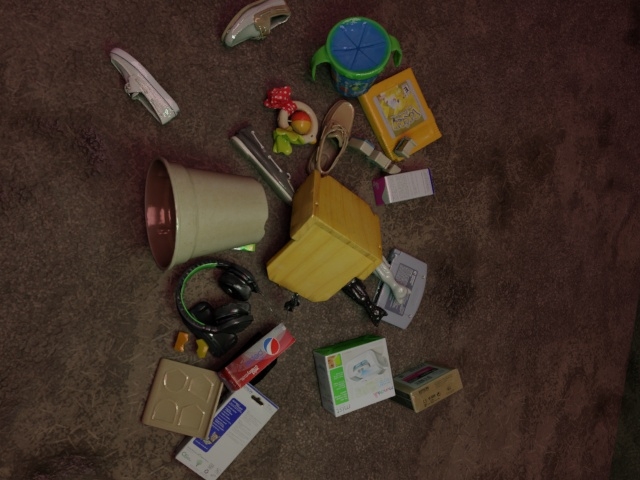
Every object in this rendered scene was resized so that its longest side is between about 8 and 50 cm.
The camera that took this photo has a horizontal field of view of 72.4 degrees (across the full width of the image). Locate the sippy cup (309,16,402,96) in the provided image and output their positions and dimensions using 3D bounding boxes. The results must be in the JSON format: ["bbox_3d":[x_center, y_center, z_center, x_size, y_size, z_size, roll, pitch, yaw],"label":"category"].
[{"bbox_3d":[0.131,-0.661,1.637,0.306,0.224,0.240,23,80,3],"label":"sippy cup"}]

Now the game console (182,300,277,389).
[{"bbox_3d":[-0.318,0.358,1.524,0.213,0.044,0.361,-42,105,-19],"label":"game console"}]

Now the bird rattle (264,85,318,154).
[{"bbox_3d":[-0.106,-0.446,1.628,0.207,0.143,0.253,1,74,-34],"label":"bird rattle"}]

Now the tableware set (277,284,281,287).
[{"bbox_3d":[-0.098,0.124,1.639,0.154,0.024,0.104,-32,103,-22],"label":"tableware set"}]

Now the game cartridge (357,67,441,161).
[{"bbox_3d":[0.337,-0.521,1.831,0.285,0.053,0.323,-32,99,-21],"label":"game cartridge"}]

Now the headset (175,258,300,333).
[{"bbox_3d":[-0.272,0.189,1.448,0.394,0.185,0.243,13,65,-18],"label":"headset"}]

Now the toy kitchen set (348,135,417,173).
[{"bbox_3d":[0.248,-0.383,1.737,0.207,0.122,0.166,32,95,-29],"label":"toy kitchen set"}]

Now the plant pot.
[{"bbox_3d":[-0.344,-0.086,1.350,0.306,0.334,0.333,-5,90,-35],"label":"plant pot"}]

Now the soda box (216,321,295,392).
[{"bbox_3d":[-0.210,0.388,1.462,0.263,0.092,0.083,-35,86,-40],"label":"soda box"}]

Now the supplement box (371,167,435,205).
[{"bbox_3d":[0.337,-0.216,1.787,0.220,0.111,0.113,-14,93,-23],"label":"supplement box"}]

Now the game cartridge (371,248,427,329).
[{"bbox_3d":[0.330,0.204,1.801,0.196,0.060,0.294,25,79,-17],"label":"game cartridge"}]

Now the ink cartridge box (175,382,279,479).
[{"bbox_3d":[-0.312,0.635,1.479,0.332,0.065,0.165,-46,105,-7],"label":"ink cartridge box"}]

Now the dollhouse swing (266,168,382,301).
[{"bbox_3d":[0.000,0.000,1.613,0.347,0.305,0.315,31,43,-31],"label":"dollhouse swing"}]

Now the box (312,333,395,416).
[{"bbox_3d":[0.126,0.505,1.665,0.262,0.127,0.231,-10,90,-24],"label":"box"}]

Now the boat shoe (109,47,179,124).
[{"bbox_3d":[-0.586,-0.494,1.419,0.267,0.096,0.088,48,67,-23],"label":"boat shoe"}]

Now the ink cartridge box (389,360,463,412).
[{"bbox_3d":[0.408,0.575,1.743,0.235,0.193,0.088,-18,93,-23],"label":"ink cartridge box"}]

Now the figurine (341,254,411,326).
[{"bbox_3d":[0.226,0.193,1.703,0.215,0.092,0.209,-40,92,-10],"label":"figurine"}]

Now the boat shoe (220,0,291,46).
[{"bbox_3d":[-0.223,-0.782,1.569,0.103,0.113,0.302,45,72,-10],"label":"boat shoe"}]

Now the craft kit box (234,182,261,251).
[{"bbox_3d":[-0.341,-0.095,1.526,0.247,0.061,0.249,7,85,-20],"label":"craft kit box"}]

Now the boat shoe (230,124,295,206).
[{"bbox_3d":[-0.178,-0.270,1.570,0.095,0.112,0.335,-45,101,-13],"label":"boat shoe"}]

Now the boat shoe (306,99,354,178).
[{"bbox_3d":[0.059,-0.390,1.675,0.122,0.110,0.341,25,79,-20],"label":"boat shoe"}]

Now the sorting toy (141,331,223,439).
[{"bbox_3d":[-0.433,0.469,1.438,0.229,0.041,0.307,15,80,3],"label":"sorting toy"}]
